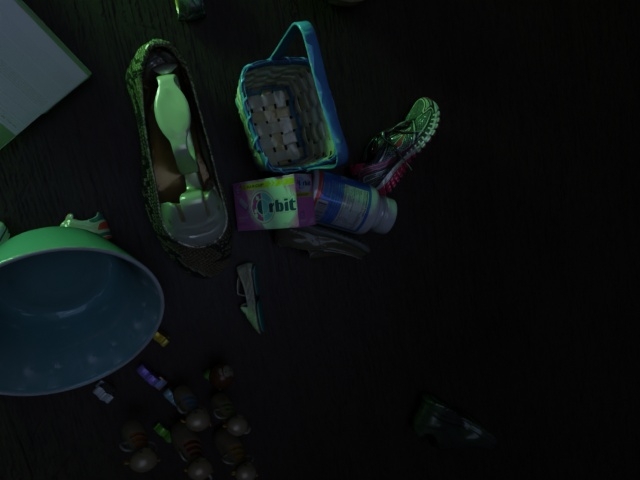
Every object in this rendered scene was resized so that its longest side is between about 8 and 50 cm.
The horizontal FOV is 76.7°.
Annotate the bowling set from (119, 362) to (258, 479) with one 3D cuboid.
[{"bbox_3d":[-0.233,0.365,0.822,0.287,0.154,0.200,24,90,-38],"label":"bowling set"}]

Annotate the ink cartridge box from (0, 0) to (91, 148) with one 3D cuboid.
[{"bbox_3d":[-0.557,-0.288,0.703,0.235,0.056,0.171,-47,130,-10],"label":"ink cartridge box"}]

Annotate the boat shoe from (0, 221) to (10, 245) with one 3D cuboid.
[{"bbox_3d":[-0.609,0.075,0.733,0.076,0.083,0.226,29,88,-41],"label":"boat shoe"}]

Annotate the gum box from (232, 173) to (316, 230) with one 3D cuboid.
[{"bbox_3d":[-0.106,-0.079,0.876,0.062,0.188,0.107,-13,99,-55],"label":"gum box"}]

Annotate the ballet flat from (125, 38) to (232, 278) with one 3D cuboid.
[{"bbox_3d":[-0.274,-0.144,0.794,0.164,0.182,0.483,-15,99,-22],"label":"ballet flat"}]

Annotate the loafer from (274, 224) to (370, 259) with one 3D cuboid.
[{"bbox_3d":[0.000,0.000,0.982,0.251,0.094,0.087,17,111,-14],"label":"loafer"}]

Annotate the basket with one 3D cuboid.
[{"bbox_3d":[-0.054,-0.262,0.821,0.201,0.289,0.255,-19,102,-21],"label":"basket"}]

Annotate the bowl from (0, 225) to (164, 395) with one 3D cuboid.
[{"bbox_3d":[-0.454,0.098,0.708,0.311,0.163,0.311,-22,135,-24],"label":"bowl"}]

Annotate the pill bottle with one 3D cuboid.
[{"bbox_3d":[0.061,-0.083,0.946,0.221,0.124,0.124,15,88,-22],"label":"pill bottle"}]

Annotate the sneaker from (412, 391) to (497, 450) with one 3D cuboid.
[{"bbox_3d":[0.382,0.551,1.174,0.286,0.109,0.130,31,88,-12],"label":"sneaker"}]

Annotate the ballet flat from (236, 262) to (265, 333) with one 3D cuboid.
[{"bbox_3d":[-0.164,0.134,0.939,0.052,0.057,0.168,-6,93,5],"label":"ballet flat"}]

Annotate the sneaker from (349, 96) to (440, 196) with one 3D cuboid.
[{"bbox_3d":[0.193,-0.247,1.020,0.112,0.121,0.299,39,79,-18],"label":"sneaker"}]

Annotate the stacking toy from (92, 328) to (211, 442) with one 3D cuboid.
[{"bbox_3d":[-0.339,0.312,0.868,0.167,0.052,0.221,-46,110,-14],"label":"stacking toy"}]

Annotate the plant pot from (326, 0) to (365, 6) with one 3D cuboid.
[{"bbox_3d":[0.032,-0.648,0.930,0.237,0.110,0.237,-1,94,-22],"label":"plant pot"}]

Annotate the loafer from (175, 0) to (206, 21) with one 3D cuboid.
[{"bbox_3d":[-0.296,-0.537,0.826,0.061,0.062,0.170,-26,102,-14],"label":"loafer"}]

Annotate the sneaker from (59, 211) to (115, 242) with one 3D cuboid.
[{"bbox_3d":[-0.494,-0.008,0.786,0.161,0.057,0.075,-18,85,-20],"label":"sneaker"}]
